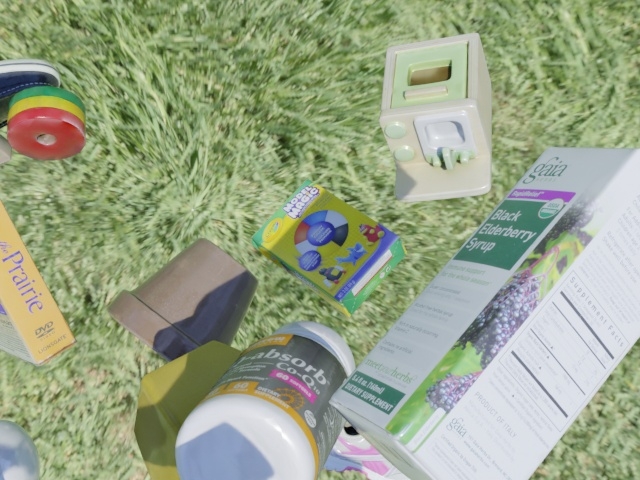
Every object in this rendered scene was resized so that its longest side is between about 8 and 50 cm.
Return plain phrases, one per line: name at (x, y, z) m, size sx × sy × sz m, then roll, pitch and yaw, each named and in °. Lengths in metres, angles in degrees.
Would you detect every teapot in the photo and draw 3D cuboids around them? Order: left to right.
teapot at (-0.660, 0.495, 1.851) m, size 0.187 × 0.256 × 0.252 m, roll 46°, pitch 111°, yaw 24°

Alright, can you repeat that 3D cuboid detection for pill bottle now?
pill bottle at (-0.052, 0.207, 1.118) m, size 0.162 × 0.278 × 0.162 m, roll 5°, pitch 108°, yaw 14°

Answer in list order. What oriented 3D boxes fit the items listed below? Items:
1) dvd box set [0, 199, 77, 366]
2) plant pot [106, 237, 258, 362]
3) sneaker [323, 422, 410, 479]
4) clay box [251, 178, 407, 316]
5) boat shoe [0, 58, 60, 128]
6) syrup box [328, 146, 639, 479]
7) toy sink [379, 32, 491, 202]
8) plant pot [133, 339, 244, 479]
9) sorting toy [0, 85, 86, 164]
dvd box set at (-0.478, -0.049, 1.178) m, size 0.062 × 0.307 × 0.420 m, roll -33°, pitch 108°, yaw -29°
plant pot at (-0.244, 0.125, 1.798) m, size 0.263 × 0.263 × 0.229 m, roll 39°, pitch 82°, yaw -7°
sneaker at (0.101, 0.394, 1.784) m, size 0.252 × 0.103 × 0.111 m, roll 15°, pitch 112°, yaw -17°
clay box at (0.000, 0.000, 1.341) m, size 0.222 × 0.053 × 0.127 m, roll 34°, pitch 75°, yaw 34°
boat shoe at (-0.722, -0.204, 1.800) m, size 0.500 × 0.187 × 0.156 m, roll -31°, pitch 80°, yaw -28°
syrup box at (0.128, 0.052, 0.590) m, size 0.237 × 0.093 × 0.096 m, roll -48°, pitch 112°, yaw -12°
toy sink at (0.181, -0.194, 1.443) m, size 0.153 × 0.131 × 0.234 m, roll -5°, pitch 53°, yaw 19°
plant pot at (-0.165, 0.280, 1.395) m, size 0.212 × 0.212 × 0.187 m, roll -25°, pitch 55°, yaw -38°
sorting toy at (-0.285, -0.048, 0.546) m, size 0.274 × 0.132 × 0.046 m, roll -16°, pitch 61°, yaw 14°
